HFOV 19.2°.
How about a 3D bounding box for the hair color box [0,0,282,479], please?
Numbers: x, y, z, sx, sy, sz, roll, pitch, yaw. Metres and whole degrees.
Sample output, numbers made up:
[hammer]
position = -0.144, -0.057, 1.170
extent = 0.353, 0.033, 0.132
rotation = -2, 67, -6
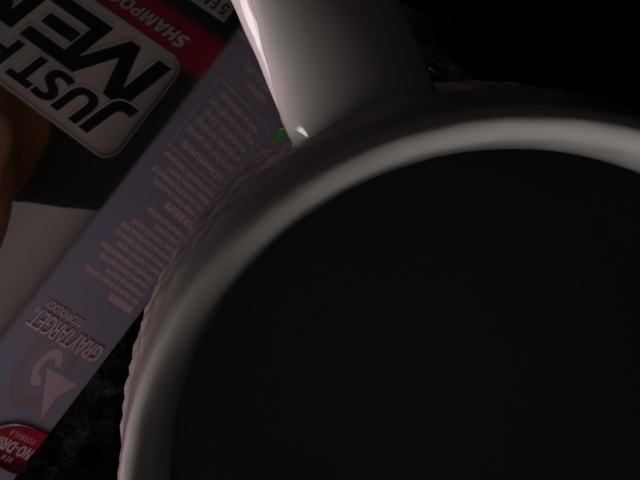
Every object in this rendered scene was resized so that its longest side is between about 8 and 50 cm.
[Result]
[hair color box]
position = -0.184, -0.027, 1.084
extent = 0.185, 0.374, 0.113
rotation = 35, 177, 25

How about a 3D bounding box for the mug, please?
[mug]
position = 0.041, 0.025, 0.775
extent = 0.328, 0.276, 0.374
rotation = -116, 4, -81

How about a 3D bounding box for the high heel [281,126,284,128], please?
[high heel]
position = -0.012, -0.085, 1.467
extent = 0.244, 0.117, 0.082
rotation = 16, 134, 14

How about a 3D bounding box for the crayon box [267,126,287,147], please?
[crayon box]
position = 0.000, 0.000, 1.361
extent = 0.165, 0.081, 0.278
rotation = 38, 156, -23
